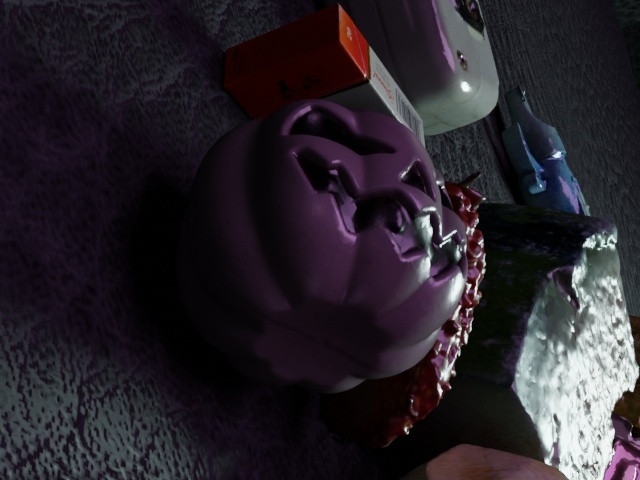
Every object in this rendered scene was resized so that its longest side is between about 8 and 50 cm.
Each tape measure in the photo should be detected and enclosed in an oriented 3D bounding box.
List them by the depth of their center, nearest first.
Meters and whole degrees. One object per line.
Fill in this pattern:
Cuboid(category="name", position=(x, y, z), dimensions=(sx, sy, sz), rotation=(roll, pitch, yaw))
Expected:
Cuboid(category="tape measure", position=(0.089, -0.243, 1.090), dimensions=(0.265, 0.130, 0.258), rotation=(0, 72, -66))

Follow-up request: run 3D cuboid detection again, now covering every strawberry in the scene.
Cuboid(category="strawberry", position=(0.051, 0.054, 0.776), dimensions=(0.087, 0.167, 0.208), rotation=(29, 69, -39))

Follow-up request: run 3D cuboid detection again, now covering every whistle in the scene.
Cuboid(category="whistle", position=(0.326, -0.098, 1.585), dimensions=(0.180, 0.093, 0.269), rotation=(11, 58, -65))

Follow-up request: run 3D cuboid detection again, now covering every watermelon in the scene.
Cuboid(category="watermelon", position=(0.170, 0.098, 0.894), dimensions=(0.302, 0.151, 0.264), rotation=(54, 39, -11))

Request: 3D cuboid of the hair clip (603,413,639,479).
Cuboid(category="hair clip", position=(0.316, 0.332, 1.208), dimensions=(0.173, 0.069, 0.300), rotation=(37, 44, -2))

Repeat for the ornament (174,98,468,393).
Cuboid(category="ornament", position=(0.000, 0.000, 0.655), dimensions=(0.177, 0.177, 0.178), rotation=(47, 34, -45))

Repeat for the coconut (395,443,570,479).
Cuboid(category="coconut", position=(0.104, 0.249, 0.700), dimensions=(0.237, 0.236, 0.197), rotation=(-44, 155, -65))

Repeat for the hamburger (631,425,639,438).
Cuboid(category="hamburger", position=(0.379, 0.314, 1.348), dimensions=(0.087, 0.137, 0.166), rotation=(-17, 89, -38))

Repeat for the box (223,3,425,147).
Cuboid(category="box", position=(0.006, -0.106, 0.836), dimensions=(0.152, 0.100, 0.048), rotation=(43, 34, -49))

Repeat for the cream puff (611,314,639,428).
Cuboid(category="cream puff", position=(0.462, 0.235, 1.549), dimensions=(0.244, 0.196, 0.244), rotation=(-14, 109, -47))
